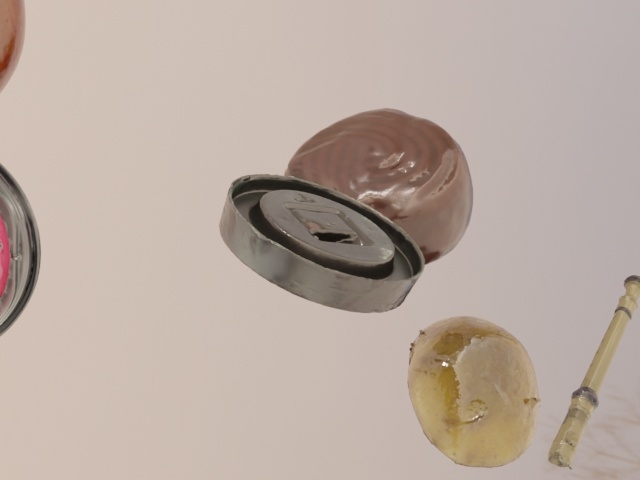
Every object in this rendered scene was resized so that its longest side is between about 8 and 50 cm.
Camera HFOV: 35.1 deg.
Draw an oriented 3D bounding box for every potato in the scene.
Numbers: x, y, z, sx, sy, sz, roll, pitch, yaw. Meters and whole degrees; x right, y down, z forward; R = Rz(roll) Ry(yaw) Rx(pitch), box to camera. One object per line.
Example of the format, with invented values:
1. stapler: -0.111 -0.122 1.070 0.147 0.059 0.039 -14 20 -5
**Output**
1. potato: 0.280 0.239 1.760 0.116 0.239 0.299 109 162 -51

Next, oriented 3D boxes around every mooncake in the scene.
1. mooncake: 0.095 -0.097 1.765 0.326 0.334 0.174 -90 -6 -49

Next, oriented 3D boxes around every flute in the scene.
1. flute: 0.262 0.119 0.950 0.233 0.027 0.027 -53 -41 -35

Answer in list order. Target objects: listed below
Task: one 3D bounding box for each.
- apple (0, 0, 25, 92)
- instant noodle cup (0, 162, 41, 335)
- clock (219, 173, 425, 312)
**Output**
1. apple: -0.385 -0.220 0.895 0.253 0.254 0.253 -21 -63 -52
2. instant noodle cup: -0.438 0.023 1.027 0.181 0.258 0.302 -72 -40 -76
3. clock: 0.000 0.000 1.328 0.281 0.281 0.055 -11 -51 -55
